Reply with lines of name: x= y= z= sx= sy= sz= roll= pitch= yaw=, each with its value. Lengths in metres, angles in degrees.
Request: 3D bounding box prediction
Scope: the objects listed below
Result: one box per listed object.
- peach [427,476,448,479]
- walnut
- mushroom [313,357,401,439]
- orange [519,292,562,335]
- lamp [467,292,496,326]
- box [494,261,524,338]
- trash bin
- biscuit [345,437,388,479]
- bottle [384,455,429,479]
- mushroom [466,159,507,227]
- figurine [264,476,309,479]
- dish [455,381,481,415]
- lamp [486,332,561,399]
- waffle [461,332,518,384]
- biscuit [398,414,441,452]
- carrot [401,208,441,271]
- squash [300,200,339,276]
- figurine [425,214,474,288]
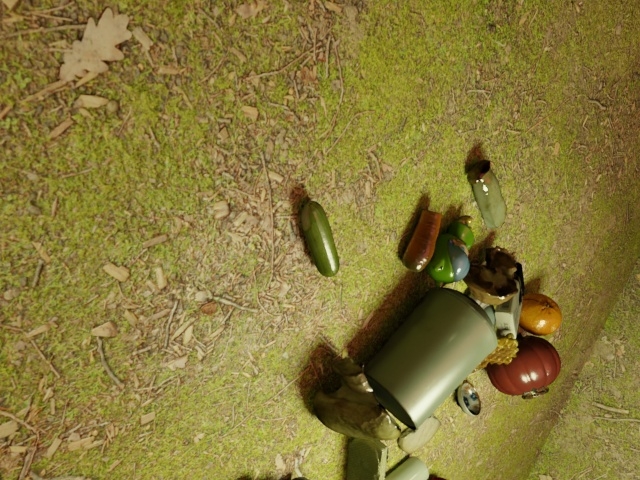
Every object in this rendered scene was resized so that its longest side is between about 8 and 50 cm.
peach: x=0.499 y=1.111 z=2.331 sx=0.189 sy=0.196 sz=0.226 roll=-28 pitch=133 yaw=10
walnut: x=0.600 y=0.145 z=1.962 sx=0.238 sy=0.204 sz=0.141 roll=-21 pitch=145 yaw=-29
mushroom: x=0.107 y=0.503 z=1.601 sx=0.211 sy=0.217 sz=0.292 roll=-24 pitch=136 yaw=-13
orange: x=0.928 y=0.312 z=2.357 sx=0.193 sy=0.193 sz=0.161 roll=-25 pitch=141 yaw=-35
lamp: x=0.602 y=0.298 z=2.093 sx=0.179 sy=0.107 sz=0.246 roll=-37 pitch=131 yaw=-32
box: x=0.743 y=0.232 z=2.161 sx=0.259 sy=0.071 sz=0.168 roll=-63 pitch=143 yaw=-35
trash bin: x=0.352 y=0.354 z=1.757 sx=0.432 sy=0.280 sz=0.280 roll=-43 pitch=134 yaw=-17
biscuit: x=0.151 y=0.750 z=1.837 sx=0.052 sy=0.150 sz=0.253 roll=-18 pitch=121 yaw=-40
bottle: x=0.298 y=0.928 z=2.102 sx=0.245 sy=0.104 sz=0.104 roll=-22 pitch=123 yaw=-37
mushroom: x=0.569 y=-0.150 z=1.864 sx=0.100 sy=0.081 sz=0.312 roll=-48 pitch=137 yaw=-8
figurine: x=-0.132 y=0.763 z=1.584 sx=0.176 sy=0.133 sz=0.236 roll=-51 pitch=146 yaw=14
dish: x=0.591 y=0.663 z=2.286 sx=0.141 sy=0.078 sz=0.141 roll=30 pitch=44 yaw=-35
lamp: x=0.848 y=0.524 z=2.318 sx=0.303 sy=0.303 sz=0.257 roll=-14 pitch=75 yaw=-40
waffle: x=0.616 y=0.446 z=2.117 sx=0.292 sy=0.069 sz=0.260 roll=-24 pitch=143 yaw=-3
biscuit: x=0.394 y=0.742 z=2.155 sx=0.265 sy=0.040 sz=0.188 roll=-4 pitch=114 yaw=-43
carrot: x=0.314 y=0.001 z=1.683 sx=0.087 sy=0.087 sz=0.194 roll=21 pitch=95 yaw=-47
squash: x=0.000 y=0.000 z=1.386 sx=0.069 sy=0.069 sz=0.239 roll=-37 pitch=131 yaw=-26
figurine: x=0.422 y=0.032 z=1.776 sx=0.263 sy=0.143 sz=0.162 roll=-55 pitch=148 yaw=-35
